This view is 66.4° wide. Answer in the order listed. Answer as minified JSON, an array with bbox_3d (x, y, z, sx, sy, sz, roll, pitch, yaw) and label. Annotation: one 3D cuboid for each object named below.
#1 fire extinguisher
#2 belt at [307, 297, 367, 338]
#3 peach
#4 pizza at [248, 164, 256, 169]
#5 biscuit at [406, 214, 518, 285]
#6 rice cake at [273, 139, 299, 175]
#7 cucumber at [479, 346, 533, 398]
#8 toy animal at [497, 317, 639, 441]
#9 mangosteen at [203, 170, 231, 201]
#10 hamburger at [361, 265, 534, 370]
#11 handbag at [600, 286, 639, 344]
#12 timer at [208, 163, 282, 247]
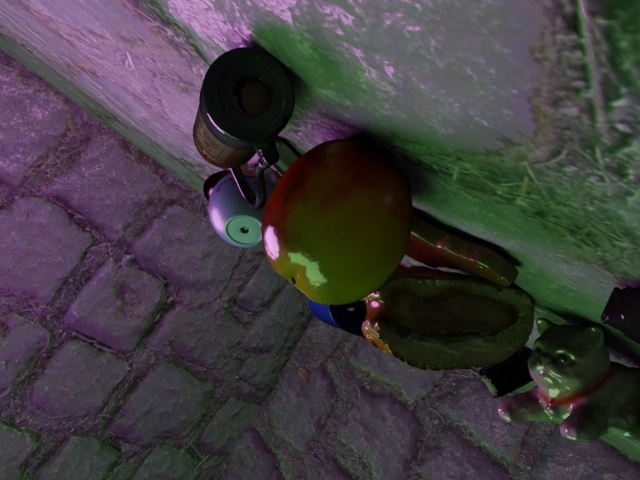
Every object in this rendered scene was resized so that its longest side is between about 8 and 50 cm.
[{"bbox_3d":[-0.135,-0.146,0.755,0.113,0.200,0.376,-3,-176,-17],"label":"fire extinguisher"},{"bbox_3d":[0.134,0.164,1.384,0.347,0.212,0.117,16,177,-34],"label":"belt"},{"bbox_3d":[0.024,-0.026,0.698,0.231,0.230,0.231,32,173,5],"label":"peach"},{"bbox_3d":[-0.154,-0.127,1.233,0.181,0.034,0.262,60,169,10],"label":"pizza"},{"bbox_3d":[0.188,0.004,0.849,0.183,0.047,0.320,34,173,-37],"label":"biscuit"},{"bbox_3d":[-0.042,-0.128,0.966,0.080,0.042,0.222,24,169,43],"label":"rice cake"},{"bbox_3d":[0.537,0.351,1.336,0.115,0.193,0.086,62,170,2],"label":"cucumber"},{"bbox_3d":[0.499,0.236,0.794,0.267,0.187,0.308,13,170,-24],"label":"toy animal"},{"bbox_3d":[-0.310,-0.170,1.567,0.140,0.140,0.140,32,173,5],"label":"mangosteen"},{"bbox_3d":[0.206,0.133,0.913,0.330,0.161,0.209,3,-177,-19],"label":"hamburger"},{"bbox_3d":[0.435,0.125,0.483,0.247,0.080,0.223,32,173,11],"label":"handbag"},{"bbox_3d":[-0.128,-0.103,1.001,0.176,0.255,0.175,15,148,9],"label":"timer"}]
